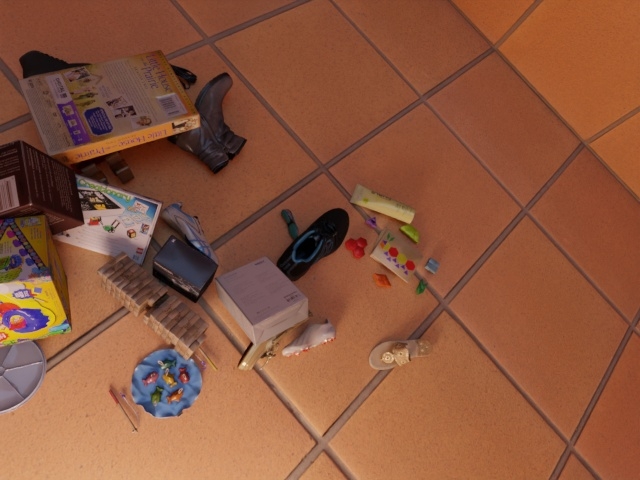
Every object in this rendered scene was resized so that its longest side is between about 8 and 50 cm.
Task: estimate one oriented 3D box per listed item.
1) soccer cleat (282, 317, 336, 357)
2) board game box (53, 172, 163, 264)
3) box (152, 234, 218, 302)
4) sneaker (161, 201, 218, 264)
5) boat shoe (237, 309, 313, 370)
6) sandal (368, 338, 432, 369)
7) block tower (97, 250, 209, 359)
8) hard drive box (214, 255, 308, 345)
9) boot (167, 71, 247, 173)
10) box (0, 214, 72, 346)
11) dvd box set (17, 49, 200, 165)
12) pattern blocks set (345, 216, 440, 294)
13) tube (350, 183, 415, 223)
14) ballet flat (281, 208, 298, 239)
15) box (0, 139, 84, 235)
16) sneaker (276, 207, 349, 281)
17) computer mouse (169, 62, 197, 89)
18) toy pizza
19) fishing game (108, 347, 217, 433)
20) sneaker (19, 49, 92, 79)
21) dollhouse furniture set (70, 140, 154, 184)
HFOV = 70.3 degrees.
[{"bbox_3d":[-0.040,0.302,1.407,0.197,0.068,0.076,-15,69,-33],"label":"soccer cleat"},{"bbox_3d":[-0.628,-0.068,1.290,0.306,0.053,0.192,19,95,-13],"label":"board game box"},{"bbox_3d":[-0.392,0.086,1.306,0.156,0.158,0.093,34,61,-4],"label":"box"},{"bbox_3d":[-0.387,-0.021,1.395,0.086,0.085,0.237,-40,87,-25],"label":"sneaker"},{"bbox_3d":[-0.130,0.286,1.353,0.089,0.104,0.285,44,58,-1],"label":"boat shoe"},{"bbox_3d":[0.276,0.362,1.491,0.240,0.079,0.088,-6,71,-23],"label":"sandal"},{"bbox_3d":[-0.461,0.182,1.265,0.335,0.097,0.091,41,51,0],"label":"block tower"},{"bbox_3d":[-0.174,0.168,1.331,0.181,0.089,0.232,-24,45,-27],"label":"hard drive box"},{"bbox_3d":[-0.344,-0.400,1.569,0.223,0.118,0.338,34,72,-8],"label":"boot"},{"bbox_3d":[-0.765,0.110,1.061,0.280,0.289,0.176,-9,58,-24],"label":"box"},{"bbox_3d":[-0.612,-0.400,1.333,0.421,0.062,0.307,-24,68,-23],"label":"dvd box set"},{"bbox_3d":[0.272,0.052,1.649,0.325,0.026,0.285,45,60,2],"label":"pattern blocks set"},{"bbox_3d":[0.233,-0.133,1.695,0.241,0.062,0.070,22,20,1],"label":"tube"},{"bbox_3d":[-0.095,-0.058,1.551,0.041,0.041,0.114,-19,78,-27],"label":"ballet flat"},{"bbox_3d":[-0.725,-0.111,1.112,0.169,0.203,0.166,-18,78,1],"label":"box"},{"bbox_3d":[0.000,0.000,1.503,0.125,0.139,0.341,42,59,2],"label":"sneaker"},{"bbox_3d":[-0.543,-0.518,1.552,0.189,0.072,0.271,17,63,-15],"label":"computer mouse"},{"bbox_3d":[-0.791,0.327,1.124,0.202,0.032,0.201,7,65,-16],"label":"toy pizza"},{"bbox_3d":[-0.419,0.388,1.238,0.264,0.041,0.189,-31,79,-29],"label":"fishing game"},{"bbox_3d":[-0.833,-0.559,1.452,0.222,0.083,0.118,-20,76,-26],"label":"sneaker"},{"bbox_3d":[-0.656,-0.299,1.408,0.259,0.135,0.262,-35,84,-18],"label":"dollhouse furniture set"}]
